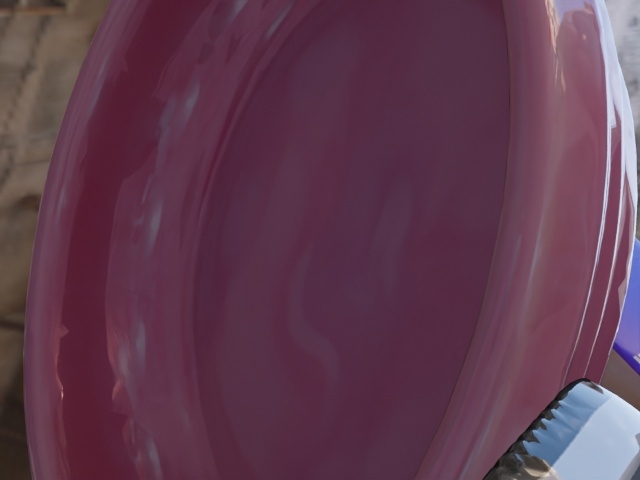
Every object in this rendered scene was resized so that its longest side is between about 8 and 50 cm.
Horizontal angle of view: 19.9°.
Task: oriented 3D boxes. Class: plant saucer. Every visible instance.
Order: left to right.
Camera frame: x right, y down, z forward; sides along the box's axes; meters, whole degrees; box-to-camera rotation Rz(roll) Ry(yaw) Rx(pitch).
[{"bbox_3d":[0.000,0.000,0.668,0.332,0.084,0.332,-24,-120,51],"label":"plant saucer"}]

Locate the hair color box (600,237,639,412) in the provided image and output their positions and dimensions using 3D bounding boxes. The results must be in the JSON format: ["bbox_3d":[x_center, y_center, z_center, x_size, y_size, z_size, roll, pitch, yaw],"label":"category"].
[{"bbox_3d":[0.118,0.078,1.063,0.339,0.110,0.185,46,-53,25],"label":"hair color box"}]

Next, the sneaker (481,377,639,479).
[{"bbox_3d":[0.065,0.159,0.352,0.178,0.295,0.124,33,-49,4],"label":"sneaker"}]
